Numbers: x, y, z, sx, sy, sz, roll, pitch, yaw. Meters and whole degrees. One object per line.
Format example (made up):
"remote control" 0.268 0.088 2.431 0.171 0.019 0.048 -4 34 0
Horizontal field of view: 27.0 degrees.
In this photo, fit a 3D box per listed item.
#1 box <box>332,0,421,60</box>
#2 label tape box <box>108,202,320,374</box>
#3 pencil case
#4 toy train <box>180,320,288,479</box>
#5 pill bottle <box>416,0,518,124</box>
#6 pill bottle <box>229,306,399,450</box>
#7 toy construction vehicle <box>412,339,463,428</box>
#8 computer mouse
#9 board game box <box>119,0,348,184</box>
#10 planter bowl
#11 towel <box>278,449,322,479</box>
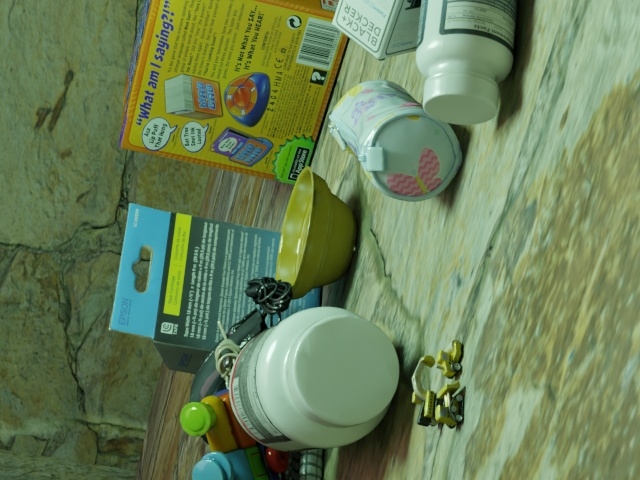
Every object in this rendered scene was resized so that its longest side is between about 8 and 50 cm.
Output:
"box" 0.134 -0.364 1.548 0.087 0.169 0.290 40 131 28
"label tape box" -0.171 0.093 2.178 0.106 0.333 0.241 119 159 -57
"pencil case" 0.089 -0.130 1.674 0.273 0.124 0.113 -122 45 -72
"toy train" -0.146 0.235 1.860 0.143 0.105 0.248 1 -111 -63
"pill bottle" 0.160 -0.224 1.461 0.108 0.108 0.180 132 147 -68
"pill bottle" -0.006 0.178 1.700 0.318 0.176 0.176 144 136 -73
"toy construction vehicle" 0.125 0.160 1.440 0.086 0.035 0.098 123 156 -61
"computer mouse" -0.136 0.173 2.007 0.272 0.072 0.188 -67 14 -2
"board game box" -0.168 -0.371 2.551 0.356 0.356 0.356 -98 23 -58
"planter bowl" 0.000 0.000 2.055 0.217 0.090 0.217 -169 90 -78
"towel" -0.086 0.365 2.044 0.284 0.121 0.235 117 160 -53
